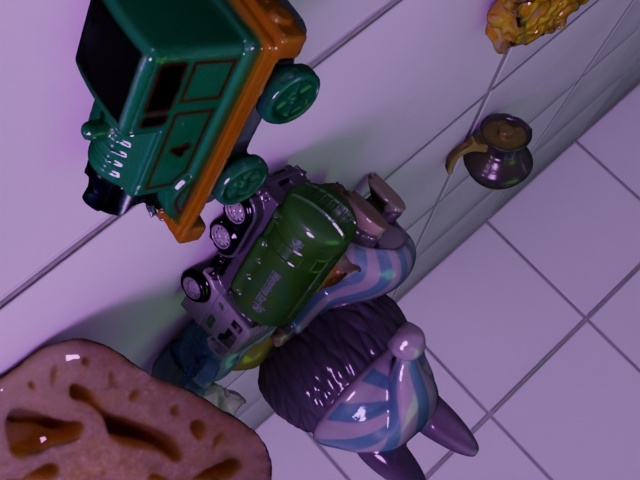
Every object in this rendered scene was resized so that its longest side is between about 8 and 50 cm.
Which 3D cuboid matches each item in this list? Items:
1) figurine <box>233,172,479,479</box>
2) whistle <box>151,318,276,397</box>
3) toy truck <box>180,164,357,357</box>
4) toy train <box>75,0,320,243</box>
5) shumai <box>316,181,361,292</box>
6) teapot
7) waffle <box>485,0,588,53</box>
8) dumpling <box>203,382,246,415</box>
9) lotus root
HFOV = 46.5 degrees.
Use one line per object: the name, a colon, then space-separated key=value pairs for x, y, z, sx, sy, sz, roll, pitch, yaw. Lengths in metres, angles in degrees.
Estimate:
figurine: x=0.102 y=0.160 z=1.105 sx=0.361 sy=0.378 sz=0.266 roll=-53 pitch=178 yaw=28
whistle: x=-0.156 y=0.154 z=0.990 sx=0.269 sy=0.093 sz=0.180 roll=-47 pitch=-168 yaw=20
toy truck: x=-0.057 y=0.024 z=0.805 sx=0.101 sy=0.125 sz=0.242 roll=-31 pitch=163 yaw=-46
toy train: x=-0.088 y=-0.084 z=0.461 sx=0.136 sy=0.091 sz=0.227 roll=-15 pitch=152 yaw=-43
shumai: x=-0.002 y=0.002 z=0.916 sx=0.145 sy=0.116 sz=0.145 roll=-42 pitch=166 yaw=-13
teapot: x=0.316 y=-0.161 z=1.381 sx=0.166 sy=0.130 sz=0.119 roll=-9 pitch=143 yaw=-8
waffle: x=0.314 y=-0.353 z=0.856 sx=0.329 sy=0.062 sz=0.329 roll=-41 pitch=165 yaw=-13
dumpling: x=-0.222 y=0.281 z=1.197 sx=0.181 sy=0.111 sz=0.155 roll=-51 pitch=136 yaw=1
lotus root: x=-0.231 y=0.278 z=0.716 sx=0.316 sy=0.316 sz=0.250 roll=-36 pitch=170 yaw=-28
